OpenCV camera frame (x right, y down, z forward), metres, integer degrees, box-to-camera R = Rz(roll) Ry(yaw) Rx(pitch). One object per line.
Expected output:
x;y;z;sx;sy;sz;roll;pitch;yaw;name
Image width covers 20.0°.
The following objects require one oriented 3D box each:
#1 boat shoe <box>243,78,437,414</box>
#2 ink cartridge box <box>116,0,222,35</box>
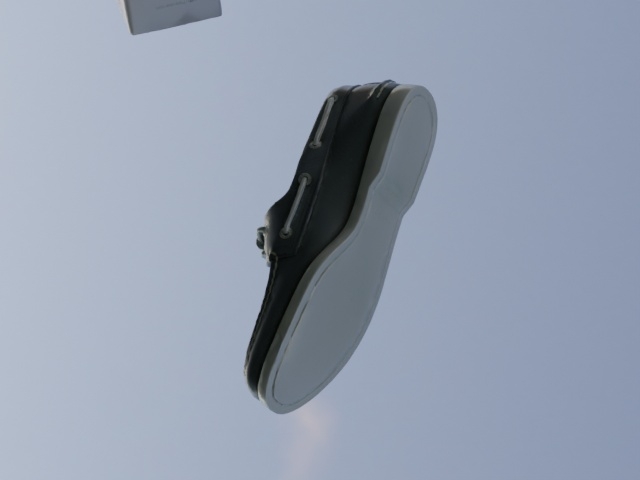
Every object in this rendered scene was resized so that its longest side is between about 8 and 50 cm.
0.000;0.000;1.585;0.099;0.116;0.319;15;-109;31;boat shoe
-0.149;-0.295;1.506;0.148;0.086;0.203;-115;-165;-48;ink cartridge box
